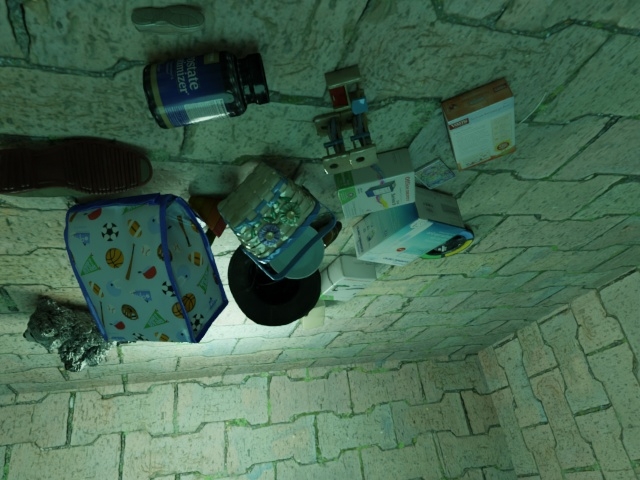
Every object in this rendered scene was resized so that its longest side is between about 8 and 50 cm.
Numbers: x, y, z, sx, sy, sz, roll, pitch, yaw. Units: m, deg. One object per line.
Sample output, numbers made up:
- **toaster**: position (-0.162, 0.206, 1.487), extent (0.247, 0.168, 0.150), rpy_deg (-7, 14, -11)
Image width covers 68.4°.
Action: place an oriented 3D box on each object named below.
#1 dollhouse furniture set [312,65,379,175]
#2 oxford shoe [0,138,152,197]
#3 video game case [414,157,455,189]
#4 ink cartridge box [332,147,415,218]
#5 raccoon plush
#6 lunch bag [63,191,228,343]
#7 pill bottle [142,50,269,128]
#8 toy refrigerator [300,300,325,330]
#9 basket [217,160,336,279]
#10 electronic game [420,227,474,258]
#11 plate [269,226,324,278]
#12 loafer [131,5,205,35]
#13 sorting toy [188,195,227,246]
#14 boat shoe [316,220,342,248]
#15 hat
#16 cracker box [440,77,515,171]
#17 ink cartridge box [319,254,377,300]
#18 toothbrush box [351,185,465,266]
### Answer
- **dollhouse furniture set**: position (0.045, -0.259, 1.047), extent (0.128, 0.129, 0.184), rpy_deg (-14, 153, 6)
- **oxford shoe**: position (-0.570, -0.159, 1.083), extent (0.348, 0.123, 0.130), rpy_deg (-2, 177, -18)
- **video game case**: position (0.336, -0.195, 1.390), extent (0.087, 0.011, 0.122), rpy_deg (-27, 148, 28)
- **ink cartridge box**: position (0.152, -0.158, 1.312), extent (0.212, 0.093, 0.154), rpy_deg (-14, 151, 4)
- **raccoon plush**: position (-0.867, 0.291, 1.790), extent (0.446, 0.216, 0.299), rpy_deg (-30, 146, -28)
- **lunch bag**: position (-0.468, 0.062, 1.270), extent (0.327, 0.239, 0.386), rpy_deg (-5, 117, 19)
- **pill bottle**: position (-0.214, -0.293, 0.906), extent (0.219, 0.123, 0.123), rpy_deg (-11, 152, 0)
- **toy refrigerator**: position (-0.041, 0.309, 2.112), extent (0.102, 0.094, 0.269), rpy_deg (-14, 153, -8)
- **basket**: position (-0.114, -0.042, 1.264), extent (0.255, 0.201, 0.289), rpy_deg (-48, 137, 0)
- **electronic game**: position (0.465, 0.012, 1.776), extent (0.229, 0.048, 0.229), rpy_deg (-8, 152, -4)
- **plate**: position (-0.081, 0.032, 1.526), extent (0.188, 0.188, 0.024), rpy_deg (-10, -167, -1)
- **loafer**: position (-0.262, -0.380, 0.824), extent (0.125, 0.045, 0.039), rpy_deg (-1, 168, -4)
- **sorting toy**: position (-0.373, -0.023, 1.400), extent (0.126, 0.127, 0.365), rpy_deg (29, 136, -17)
- **boat shoe**: position (0.000, 0.000, 1.575), extent (0.073, 0.073, 0.207), rpy_deg (-37, -178, -44)
- **hat**: position (-0.162, 0.123, 1.617), extent (0.331, 0.332, 0.134), rpy_deg (-5, -169, -10)
- **cracker box**: position (0.403, -0.283, 1.191), extent (0.155, 0.067, 0.232), rpy_deg (-19, 152, 14)
- **ink cartridge box**: position (0.095, 0.153, 1.865), extent (0.160, 0.093, 0.219), rpy_deg (6, 148, -29)
- **toothbrush box**: position (0.278, -0.038, 1.534), extent (0.216, 0.126, 0.295), rpy_deg (11, 149, -34)
